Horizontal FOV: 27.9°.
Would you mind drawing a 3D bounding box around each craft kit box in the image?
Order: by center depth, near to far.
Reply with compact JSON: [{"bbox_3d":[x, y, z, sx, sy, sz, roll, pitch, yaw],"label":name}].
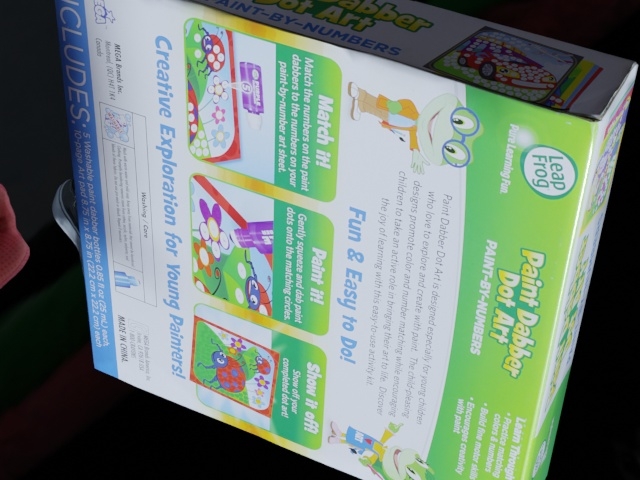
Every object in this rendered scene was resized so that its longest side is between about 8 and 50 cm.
[{"bbox_3d":[0.000,0.000,0.597,0.247,0.249,0.061,22,-137,21],"label":"craft kit box"}]

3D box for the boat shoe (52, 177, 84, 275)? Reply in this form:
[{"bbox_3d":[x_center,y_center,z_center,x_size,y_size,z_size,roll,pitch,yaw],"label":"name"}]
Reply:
[{"bbox_3d":[-0.149,-0.012,0.895,0.040,0.049,0.142,-65,-146,21],"label":"boat shoe"}]

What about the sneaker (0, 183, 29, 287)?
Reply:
[{"bbox_3d":[-0.204,0.019,0.414,0.136,0.115,0.314,-17,-173,17],"label":"sneaker"}]
